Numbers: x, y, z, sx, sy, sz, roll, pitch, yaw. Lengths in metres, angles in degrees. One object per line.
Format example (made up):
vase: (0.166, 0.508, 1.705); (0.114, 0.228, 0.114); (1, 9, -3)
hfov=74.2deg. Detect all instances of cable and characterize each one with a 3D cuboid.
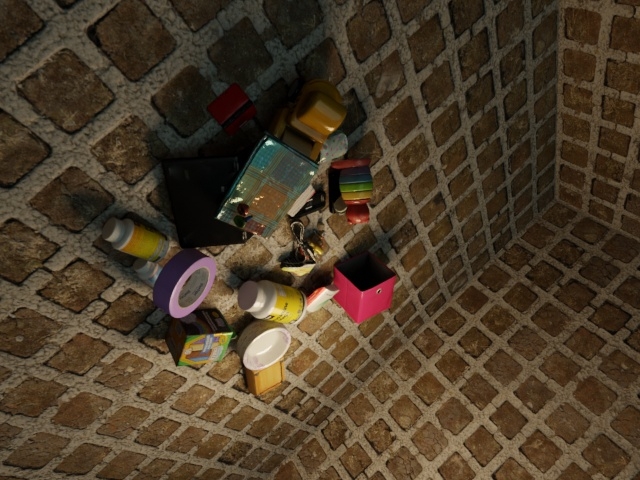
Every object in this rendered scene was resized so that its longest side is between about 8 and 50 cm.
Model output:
cable: (-0.091, 0.005, 2.057); (0.139, 0.072, 0.287); (-18, 126, 19)

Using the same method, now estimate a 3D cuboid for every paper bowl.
paper bowl: (-0.309, 0.529, 2.235); (0.284, 0.148, 0.284); (-21, 132, -25)

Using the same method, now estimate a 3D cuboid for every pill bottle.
pill bottle: (-0.665, 0.134, 1.675); (0.087, 0.087, 0.160); (-37, 138, -10)
pill bottle: (-0.670, -0.004, 1.539); (0.117, 0.117, 0.215); (-51, 139, 5)
pill bottle: (-0.237, 0.301, 2.085); (0.333, 0.188, 0.188); (23, 105, -47)

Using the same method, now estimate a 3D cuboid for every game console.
game console: (0.007, -0.205, 2.003); (0.361, 0.044, 0.213); (-23, 132, -25)
game console: (-0.319, -0.473, 1.542); (0.144, 0.085, 0.124); (-43, 170, -4)

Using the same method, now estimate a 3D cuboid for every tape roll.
tape roll: (-0.544, 0.171, 1.712); (0.275, 0.090, 0.275); (-54, 162, -26)

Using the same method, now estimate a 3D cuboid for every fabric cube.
fabric cube: (0.243, 0.264, 2.402); (0.254, 0.259, 0.258); (-21, 133, -27)

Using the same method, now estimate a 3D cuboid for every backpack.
backpack: (0.025, -0.404, 1.806); (0.181, 0.115, 0.152); (-24, 132, -27)

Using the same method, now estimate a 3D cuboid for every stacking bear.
stacking bear: (0.160, -0.219, 1.915); (0.175, 0.164, 0.289); (-9, 99, -20)

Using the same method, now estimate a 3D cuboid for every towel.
towel: (-0.197, -0.189, 1.583); (0.271, 0.040, 0.370); (24, 108, -39)

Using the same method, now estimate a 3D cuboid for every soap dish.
soap dish: (-0.311, 0.752, 2.431); (0.228, 0.118, 0.291); (-22, 134, -26)

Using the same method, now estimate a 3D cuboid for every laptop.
laptop: (-0.367, -0.201, 1.673); (0.407, 0.236, 0.382); (-5, 125, -8)

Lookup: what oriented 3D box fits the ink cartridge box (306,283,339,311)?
ink cartridge box: (-0.012, 0.317, 2.270); (0.181, 0.056, 0.224); (-45, 165, 19)

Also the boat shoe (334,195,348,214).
boat shoe: (0.158, -0.211, 2.043); (0.233, 0.084, 0.079); (-41, 157, -10)

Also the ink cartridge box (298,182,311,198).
ink cartridge box: (-0.112, -0.193, 1.795); (0.158, 0.092, 0.218); (-48, 177, 1)

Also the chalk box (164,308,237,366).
chalk box: (-0.534, 0.442, 1.957); (0.288, 0.180, 0.179); (7, 116, -41)

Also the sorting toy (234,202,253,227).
sorting toy: (-0.279, -0.093, 1.557); (0.042, 0.061, 0.102); (-38, 155, -49)

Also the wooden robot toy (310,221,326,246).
wooden robot toy: (0.000, 0.000, 2.129); (0.076, 0.079, 0.173); (2, 120, -40)

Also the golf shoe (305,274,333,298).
golf shoe: (-0.006, 0.261, 2.350); (0.186, 0.067, 0.086); (-37, 163, -9)

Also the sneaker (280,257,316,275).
sneaker: (-0.119, 0.143, 2.144); (0.208, 0.081, 0.094); (1, 125, -39)

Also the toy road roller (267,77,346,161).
toy road roller: (-0.043, -0.436, 1.574); (0.202, 0.240, 0.330); (24, 95, -28)
